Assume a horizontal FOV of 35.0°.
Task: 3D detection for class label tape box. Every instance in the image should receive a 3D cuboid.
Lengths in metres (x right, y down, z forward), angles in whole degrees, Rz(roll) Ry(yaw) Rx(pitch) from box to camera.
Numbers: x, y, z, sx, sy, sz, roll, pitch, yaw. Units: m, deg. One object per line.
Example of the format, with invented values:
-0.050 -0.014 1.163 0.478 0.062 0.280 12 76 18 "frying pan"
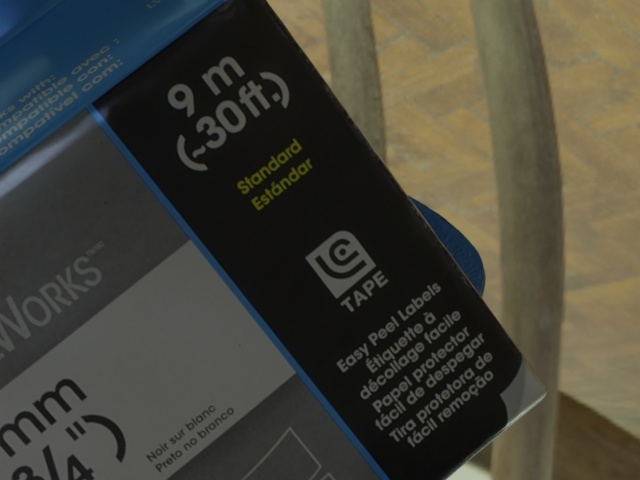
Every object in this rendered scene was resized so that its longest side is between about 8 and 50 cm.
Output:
-0.098 0.009 0.443 0.334 0.240 0.106 53 173 -13 "label tape box"

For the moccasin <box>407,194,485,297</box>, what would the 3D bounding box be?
0.000 0.000 0.999 0.341 0.138 0.117 21 159 17 "moccasin"
